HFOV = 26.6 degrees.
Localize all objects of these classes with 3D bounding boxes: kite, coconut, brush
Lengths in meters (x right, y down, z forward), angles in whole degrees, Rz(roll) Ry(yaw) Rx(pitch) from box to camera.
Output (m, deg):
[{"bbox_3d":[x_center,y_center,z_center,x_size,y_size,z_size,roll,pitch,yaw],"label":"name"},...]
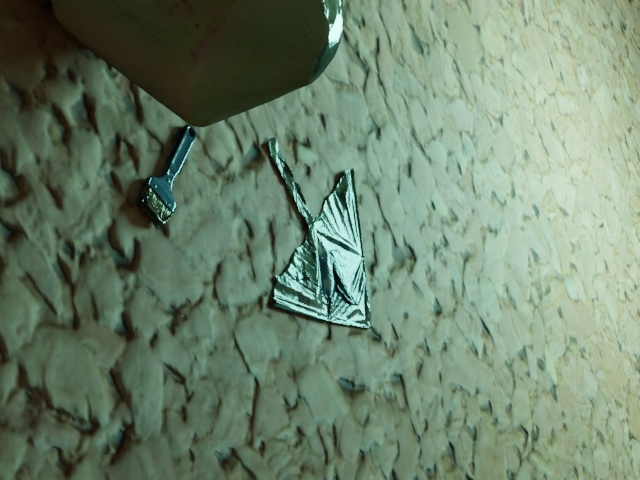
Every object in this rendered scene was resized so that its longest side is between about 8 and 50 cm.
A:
[{"bbox_3d":[0.000,0.000,1.849,0.314,0.012,0.335,61,33,-22],"label":"kite"},{"bbox_3d":[-0.116,-0.285,1.488,0.310,0.297,0.297,37,36,2],"label":"coconut"},{"bbox_3d":[-0.176,-0.082,1.598,0.051,0.014,0.164,54,35,-32],"label":"brush"}]
